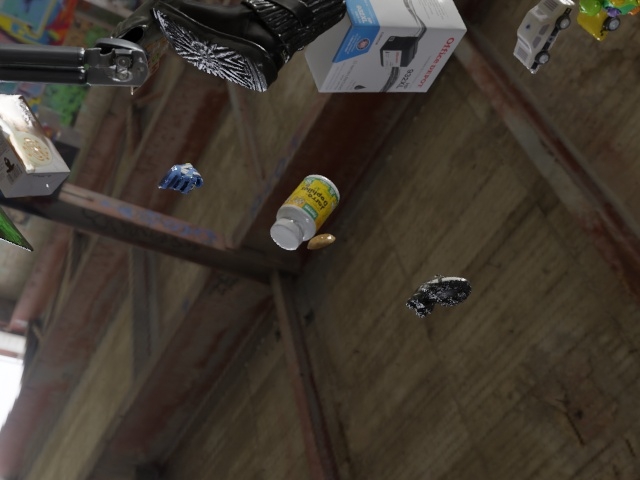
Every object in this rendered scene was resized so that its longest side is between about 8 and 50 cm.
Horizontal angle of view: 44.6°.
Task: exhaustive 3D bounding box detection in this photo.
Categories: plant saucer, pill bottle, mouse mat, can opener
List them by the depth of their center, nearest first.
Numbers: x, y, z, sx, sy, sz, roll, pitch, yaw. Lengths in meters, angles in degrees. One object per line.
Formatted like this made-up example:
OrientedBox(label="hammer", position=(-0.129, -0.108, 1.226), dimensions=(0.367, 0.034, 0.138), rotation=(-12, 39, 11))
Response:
OrientedBox(label="mouse mat", position=(-0.608, -0.061, 1.421), dimensions=(0.007, 0.189, 0.152), rotation=(-40, 167, -3))
OrientedBox(label="can opener", position=(-0.468, -0.339, 1.472), dimensions=(0.095, 0.283, 0.076), rotation=(-110, -155, -50))
OrientedBox(label="pill bottle", position=(-0.045, -0.073, 2.093), dimensions=(0.117, 0.117, 0.208), rotation=(-33, -165, 51))
OrientedBox(label="plant saucer", position=(0.000, 0.000, 2.201), dimensions=(0.083, 0.083, 0.015), rotation=(20, -47, 64))

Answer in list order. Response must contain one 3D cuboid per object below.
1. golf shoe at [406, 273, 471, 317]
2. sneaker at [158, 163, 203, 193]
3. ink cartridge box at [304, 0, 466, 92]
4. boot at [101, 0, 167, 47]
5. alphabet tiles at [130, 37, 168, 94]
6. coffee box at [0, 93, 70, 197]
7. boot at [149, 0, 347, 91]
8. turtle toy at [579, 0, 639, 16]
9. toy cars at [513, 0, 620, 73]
OrientedBox(label="golf shoe", position=(0.280, 0.108, 1.808), dimensions=(0.198, 0.077, 0.094), rotation=(-27, -156, 51))
OrientedBox(label="sneaker", position=(-0.315, -0.138, 1.777), dimensions=(0.053, 0.059, 0.144), rotation=(-46, 175, 25))
OrientedBox(label="ink cartridge box", position=(0.150, -0.464, 1.833), dimensions=(0.223, 0.307, 0.129), rotation=(-57, -134, 52))
OrientedBox(label="boot", position=(-0.367, -0.434, 1.611), dimensions=(0.246, 0.083, 0.161), rotation=(-39, -158, 1))
OrientedBox(label="alphabet tiles", position=(-0.438, -0.476, 1.966), dimensions=(0.198, 0.009, 0.237), rotation=(-56, 177, -30))
OrientedBox(label="coffee box", position=(-0.740, -0.231, 1.889), dimensions=(0.098, 0.141, 0.246), rotation=(-40, -103, 25))
OrientedBox(label="boot", position=(-0.146, -0.454, 1.576), dimensions=(0.348, 0.131, 0.260), rotation=(30, -112, 23))
OrientedBox(label="turtle toy", position=(0.569, -0.471, 1.514), dimensions=(0.066, 0.130, 0.095), rotation=(87, -3, -49))
OrientedBox(label="toy cars", position=(0.564, -0.520, 1.773), dimensions=(0.394, 0.087, 0.176), rotation=(-19, -114, 60))
